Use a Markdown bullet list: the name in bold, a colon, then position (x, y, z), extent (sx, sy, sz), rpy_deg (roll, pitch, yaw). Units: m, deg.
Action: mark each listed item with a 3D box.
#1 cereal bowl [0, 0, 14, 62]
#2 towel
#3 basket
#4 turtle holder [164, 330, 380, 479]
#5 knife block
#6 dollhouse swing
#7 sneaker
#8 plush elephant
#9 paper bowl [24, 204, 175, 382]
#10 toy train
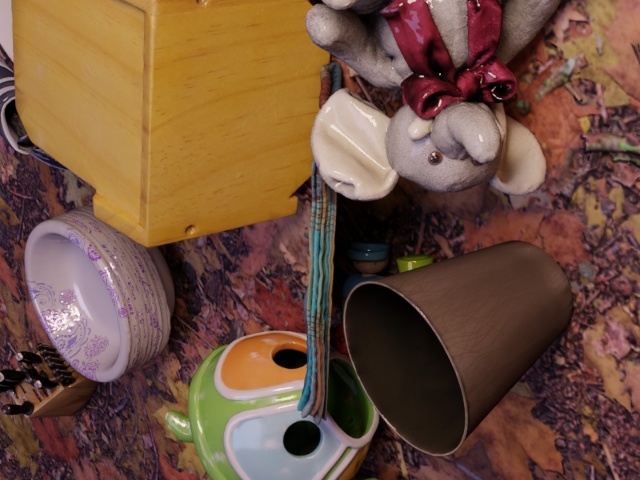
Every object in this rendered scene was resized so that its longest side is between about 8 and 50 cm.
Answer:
- **cereal bowl**: position (-0.361, -0.389, 1.696), extent (0.339, 0.141, 0.339), rpy_deg (25, 127, 38)
- **towel**: position (0.000, 0.000, 1.453), extent (0.040, 0.271, 0.370), rpy_deg (2, 121, 0)
- **basket**: position (0.166, 0.099, 1.309), extent (0.154, 0.227, 0.204), rpy_deg (-27, 89, 52)
- **turtle holder**: position (-0.035, 0.278, 1.630), extent (0.227, 0.243, 0.320), rpy_deg (-24, 83, 34)
- **knife block**: position (-0.528, 0.277, 2.175), extent (0.088, 0.242, 0.275), rpy_deg (54, 141, 13)
- **dollhouse swing**: position (-0.203, -0.226, 1.533), extent (0.305, 0.315, 0.347), rpy_deg (46, 140, 44)
- **sneaker**: position (-0.414, -0.163, 1.800), extent (0.153, 0.099, 0.282), rpy_deg (38, 179, 44)
- **plush elephant**: position (0.124, -0.161, 1.193), extent (0.330, 0.272, 0.255), rpy_deg (147, 111, -79)
- **paper bowl**: position (-0.351, 0.078, 1.941), extent (0.284, 0.148, 0.284), rpy_deg (26, 128, 38)
- **toy train**: position (0.125, 0.082, 1.459), extent (0.248, 0.105, 0.143), rpy_deg (9, 104, 46)
